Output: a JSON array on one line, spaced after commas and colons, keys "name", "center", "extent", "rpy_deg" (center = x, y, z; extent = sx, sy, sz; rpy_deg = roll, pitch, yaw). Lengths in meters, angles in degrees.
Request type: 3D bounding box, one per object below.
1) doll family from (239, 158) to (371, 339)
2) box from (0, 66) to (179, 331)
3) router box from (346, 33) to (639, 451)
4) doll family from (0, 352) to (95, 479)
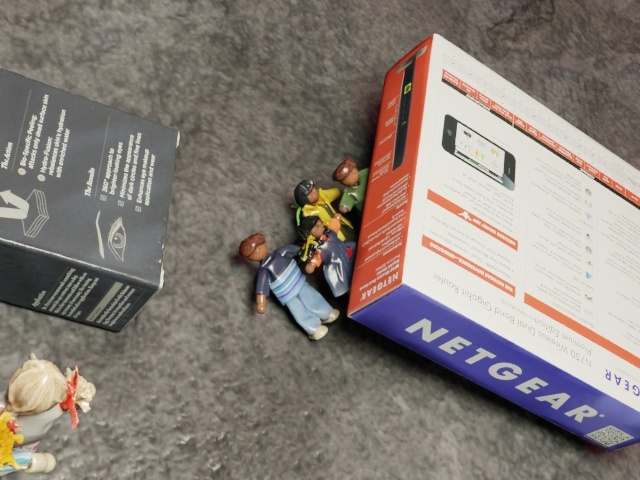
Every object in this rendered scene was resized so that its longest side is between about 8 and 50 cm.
[{"name": "doll family", "center": [0.000, 0.000, 0.947], "extent": [0.111, 0.076, 0.193], "rpy_deg": [52, 39, -21]}, {"name": "box", "center": [-0.207, -0.030, 0.816], "extent": [0.158, 0.093, 0.156], "rpy_deg": [19, 52, -24]}, {"name": "router box", "center": [0.198, 0.002, 1.002], "extent": [0.335, 0.082, 0.301], "rpy_deg": [29, 51, -23]}, {"name": "doll family", "center": [-0.258, 0.141, 0.620], "extent": [0.263, 0.163, 0.118], "rpy_deg": [3, 60, -33]}]
